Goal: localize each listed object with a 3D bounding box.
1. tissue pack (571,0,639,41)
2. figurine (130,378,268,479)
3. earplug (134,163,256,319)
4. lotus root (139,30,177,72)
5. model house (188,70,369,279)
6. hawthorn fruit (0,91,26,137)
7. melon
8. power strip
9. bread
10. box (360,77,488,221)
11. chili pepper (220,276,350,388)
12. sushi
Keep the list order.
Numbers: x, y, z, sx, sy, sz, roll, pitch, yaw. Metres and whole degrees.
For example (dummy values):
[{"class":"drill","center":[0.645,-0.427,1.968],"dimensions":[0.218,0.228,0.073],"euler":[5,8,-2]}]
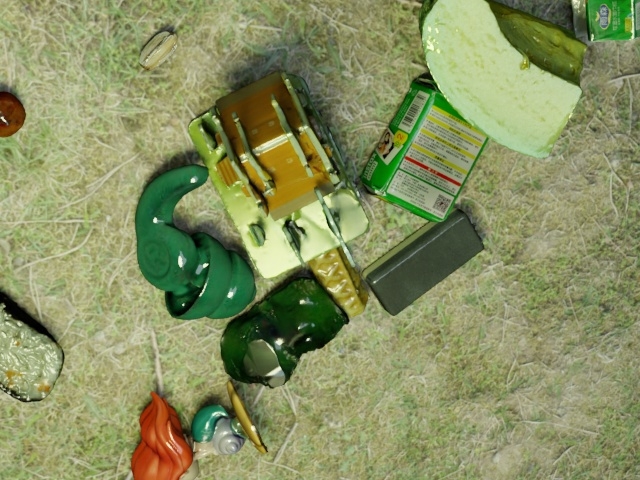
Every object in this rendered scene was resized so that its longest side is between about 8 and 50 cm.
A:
[{"class":"tissue pack","center":[0.565,-0.507,1.931],"dimensions":[0.148,0.156,0.208],"euler":[-33,120,-49]},{"class":"figurine","center":[-0.256,0.386,1.896],"dimensions":[0.257,0.181,0.208],"euler":[-27,154,-9]},{"class":"earplug","center":[-0.225,0.022,1.804],"dimensions":[0.280,0.164,0.257],"euler":[30,71,-32]},{"class":"lotus root","center":[-0.285,-0.335,1.721],"dimensions":[0.083,0.030,0.037],"euler":[-45,147,1]},{"class":"model house","center":[-0.074,-0.094,1.661],"dimensions":[0.243,0.313,0.357],"euler":[-24,95,4]},{"class":"hawthorn fruit","center":[-0.534,-0.208,1.633],"dimensions":[0.081,0.093,0.081],"euler":[-6,109,-17]},{"class":"melon","center":[0.330,-0.357,1.822],"dimensions":[0.344,0.226,0.331],"euler":[26,69,-8]},{"class":"power strip","center":[0.215,0.038,2.007],"dimensions":[0.257,0.070,0.105],"euler":[-35,118,-5]},{"class":"bread","center":[0.000,-0.001,1.910],"dimensions":[0.084,0.077,0.367],"euler":[-28,115,-6]},{"class":"box","center":[0.209,-0.172,1.918],"dimensions":[0.180,0.103,0.250],"euler":[25,98,-25]},{"class":"chili pepper","center":[-0.085,0.187,1.893],"dimensions":[0.265,0.116,0.148],"euler":[-31,109,8]},{"class":"sushi","center":[-0.556,0.186,1.735],"dimensions":[0.136,0.126,0.225],"euler":[-47,115,-1]}]
